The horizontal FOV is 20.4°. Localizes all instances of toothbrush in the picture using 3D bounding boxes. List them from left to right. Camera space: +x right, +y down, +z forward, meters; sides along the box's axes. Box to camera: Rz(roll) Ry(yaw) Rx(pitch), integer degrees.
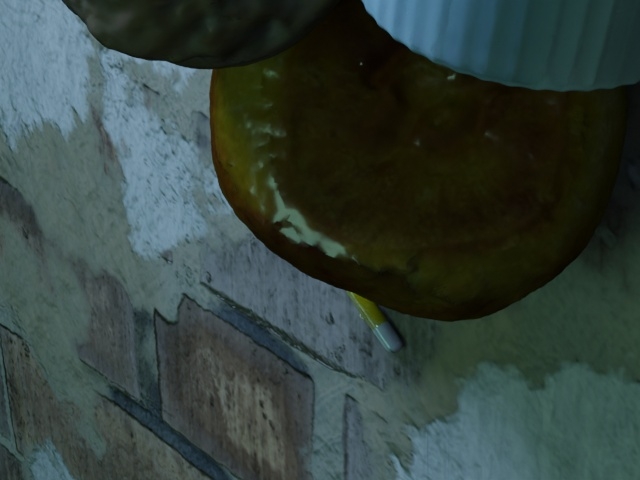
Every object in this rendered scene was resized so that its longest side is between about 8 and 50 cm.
[{"bbox_3d":[0.000,0.000,1.840,0.288,0.021,0.024,56,156,18],"label":"toothbrush"}]

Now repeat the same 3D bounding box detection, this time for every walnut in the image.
[{"bbox_3d":[-0.074,-0.253,1.293,0.227,0.273,0.273,55,146,40],"label":"walnut"}]

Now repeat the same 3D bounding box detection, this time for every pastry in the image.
[{"bbox_3d":[0.077,-0.102,1.443,0.356,0.356,0.164,59,-177,13],"label":"pastry"}]

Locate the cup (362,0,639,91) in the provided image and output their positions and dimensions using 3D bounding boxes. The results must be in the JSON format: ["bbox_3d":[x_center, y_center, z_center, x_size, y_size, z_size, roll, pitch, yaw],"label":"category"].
[{"bbox_3d":[0.185,-0.291,1.151,0.257,0.331,0.311,48,142,40],"label":"cup"}]
